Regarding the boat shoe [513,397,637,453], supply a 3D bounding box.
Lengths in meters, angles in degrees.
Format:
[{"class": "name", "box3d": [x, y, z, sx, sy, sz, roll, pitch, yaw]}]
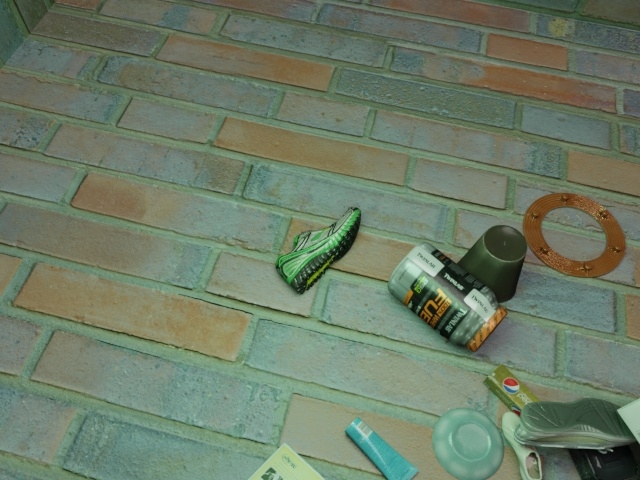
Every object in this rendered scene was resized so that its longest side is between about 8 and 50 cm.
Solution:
[{"class": "boat shoe", "box3d": [0.654, 0.477, 1.455, 0.321, 0.103, 0.118, 2, 39, -8]}]

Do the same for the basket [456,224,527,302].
[{"class": "basket", "box3d": [0.522, 0.067, 1.719, 0.205, 0.226, 0.154, 21, 60, 10]}]

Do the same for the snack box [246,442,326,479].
[{"class": "snack box", "box3d": [-0.045, 0.652, 1.363, 0.187, 0.060, 0.322, -40, 45, -24]}]

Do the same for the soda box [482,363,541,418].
[{"class": "soda box", "box3d": [0.544, 0.434, 1.588, 0.061, 0.058, 0.181, -35, 66, -22]}]

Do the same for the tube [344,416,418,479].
[{"class": "tube", "box3d": [0.155, 0.556, 1.506, 0.207, 0.052, 0.080, 42, 70, 16]}]

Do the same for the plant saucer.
[{"class": "plant saucer", "box3d": [0.399, 0.539, 1.530, 0.195, 0.037, 0.194, 1, 59, -2]}]

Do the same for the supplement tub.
[{"class": "supplement tub", "box3d": [0.369, 0.166, 1.670, 0.316, 0.193, 0.194, 39, 64, 21]}]

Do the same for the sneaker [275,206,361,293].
[{"class": "sneaker", "box3d": [0.000, 0.000, 1.795, 0.146, 0.134, 0.343, 39, 65, 21]}]

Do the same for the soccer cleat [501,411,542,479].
[{"class": "soccer cleat", "box3d": [0.537, 0.543, 1.509, 0.068, 0.076, 0.196, -8, 58, -7]}]

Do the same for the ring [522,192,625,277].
[{"class": "ring", "box3d": [0.846, -0.029, 1.906, 0.337, 0.032, 0.336, 1, 57, -2]}]

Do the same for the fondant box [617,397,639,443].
[{"class": "fondant box", "box3d": [0.906, 0.495, 1.435, 0.330, 0.096, 0.238, 7, 47, -45]}]

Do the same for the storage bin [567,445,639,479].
[{"class": "storage bin", "box3d": [0.731, 0.544, 1.512, 0.122, 0.084, 0.180, -10, 60, -8]}]
